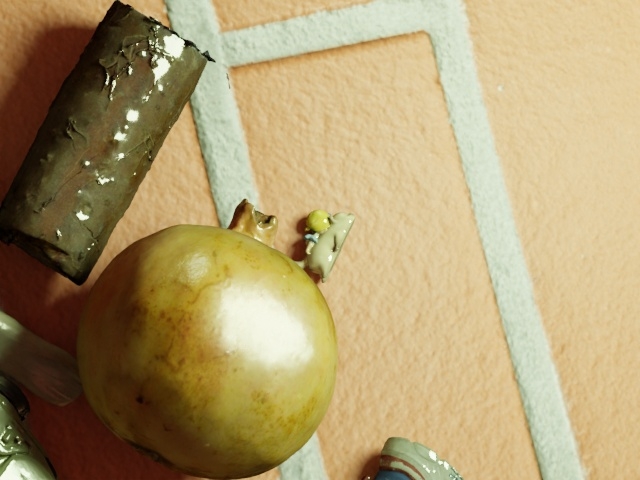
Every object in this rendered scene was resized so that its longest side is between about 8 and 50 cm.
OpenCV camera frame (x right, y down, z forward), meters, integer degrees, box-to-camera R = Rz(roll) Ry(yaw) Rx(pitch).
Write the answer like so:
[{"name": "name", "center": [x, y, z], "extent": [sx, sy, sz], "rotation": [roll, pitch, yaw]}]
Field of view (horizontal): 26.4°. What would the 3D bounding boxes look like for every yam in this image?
[{"name": "yam", "center": [-0.219, -0.103, 1.358], "extent": [0.131, 0.131, 0.279], "rotation": [30, 80, -10]}]

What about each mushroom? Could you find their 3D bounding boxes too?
[{"name": "mushroom", "center": [-0.319, 0.102, 1.353], "extent": [0.202, 0.054, 0.059], "rotation": [30, 83, -16]}]

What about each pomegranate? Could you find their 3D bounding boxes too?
[{"name": "pomegranate", "center": [-0.101, 0.090, 1.319], "extent": [0.252, 0.229, 0.270], "rotation": [27, 72, -12]}]

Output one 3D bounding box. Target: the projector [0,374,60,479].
[{"name": "projector", "center": [-0.353, 0.209, 1.275], "extent": [0.269, 0.088, 0.193], "rotation": [50, 50, -14]}]

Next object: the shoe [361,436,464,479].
[{"name": "shoe", "center": [0.121, 0.317, 1.416], "extent": [0.125, 0.099, 0.227], "rotation": [-43, 91, -23]}]

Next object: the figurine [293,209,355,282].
[{"name": "figurine", "center": [0.000, 0.000, 1.453], "extent": [0.050, 0.047, 0.083], "rotation": [26, 73, -1]}]
